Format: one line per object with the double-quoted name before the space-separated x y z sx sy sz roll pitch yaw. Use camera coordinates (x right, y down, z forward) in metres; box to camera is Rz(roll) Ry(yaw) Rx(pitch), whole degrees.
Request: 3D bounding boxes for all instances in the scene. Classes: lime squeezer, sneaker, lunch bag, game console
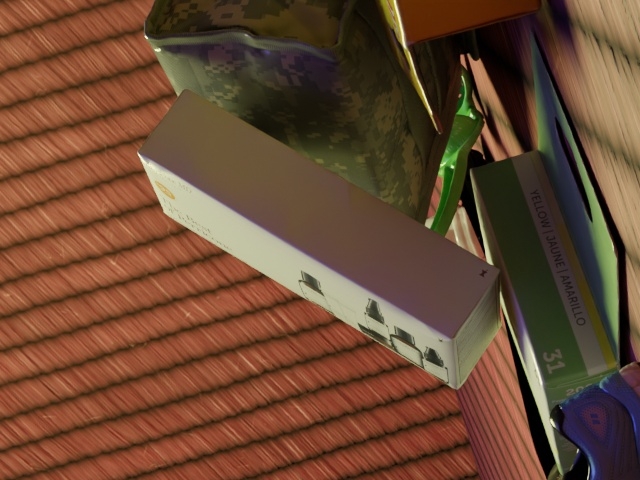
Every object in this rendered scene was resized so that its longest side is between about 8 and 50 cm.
"lime squeezer" 0.088 -0.105 1.432 0.110 0.059 0.310 35 -151 -46
"sneaker" 0.162 0.145 0.990 0.063 0.073 0.162 -106 0 -71
"lunch bag" 0.016 -0.175 1.296 0.235 0.169 0.287 68 -146 -53
"game console" 0.154 0.052 1.432 0.361 0.044 0.213 -105 -1 -57
"sneaker" 0.117 0.007 1.921 0.212 0.094 0.080 69 -177 -83

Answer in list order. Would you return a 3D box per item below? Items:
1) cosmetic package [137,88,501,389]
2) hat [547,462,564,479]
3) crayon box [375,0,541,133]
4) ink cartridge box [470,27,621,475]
"cosmetic package" 0.000 0.000 1.161 0.239 0.060 0.099 31 162 18
"hat" 0.169 0.302 1.185 0.331 0.134 0.331 162 90 -85
"crayon box" 0.046 -0.240 1.014 0.202 0.081 0.319 -105 -1 -69
"ink cartridge box" 0.136 0.013 1.097 0.235 0.056 0.171 70 -176 -54
